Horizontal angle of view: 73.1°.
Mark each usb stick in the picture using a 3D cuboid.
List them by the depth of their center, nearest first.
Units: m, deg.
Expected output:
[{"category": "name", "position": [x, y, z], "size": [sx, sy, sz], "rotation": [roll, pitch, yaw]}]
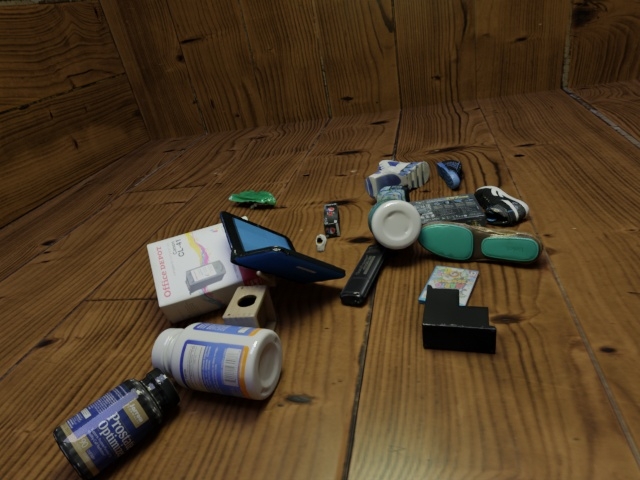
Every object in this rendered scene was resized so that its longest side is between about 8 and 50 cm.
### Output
[{"category": "usb stick", "position": [0.134, 0.094, 1.273], "size": [0.077, 0.045, 0.278], "rotation": [-3, 29, 28]}]

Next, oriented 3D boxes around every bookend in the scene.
[{"category": "bookend", "position": [0.326, 0.180, 1.019], "size": [0.157, 0.072, 0.157], "rotation": [0, 30, 18]}]

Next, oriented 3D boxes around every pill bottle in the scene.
[{"category": "pill bottle", "position": [-0.412, 0.368, 0.893], "size": [0.123, 0.122, 0.219], "rotation": [18, 41, 42]}, {"category": "pill bottle", "position": [-0.238, 0.268, 0.982], "size": [0.272, 0.152, 0.152], "rotation": [1, 31, 22]}, {"category": "pill bottle", "position": [0.226, -0.059, 1.368], "size": [0.147, 0.146, 0.264], "rotation": [-10, 6, 3]}]

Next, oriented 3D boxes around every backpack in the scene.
[{"category": "backpack", "position": [0.267, -0.150, 1.600], "size": [0.115, 0.104, 0.084], "rotation": [2, 30, 33]}]

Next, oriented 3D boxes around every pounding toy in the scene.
[{"category": "pounding toy", "position": [-0.179, 0.160, 1.122], "size": [0.094, 0.180, 0.206], "rotation": [-5, 29, 12]}]

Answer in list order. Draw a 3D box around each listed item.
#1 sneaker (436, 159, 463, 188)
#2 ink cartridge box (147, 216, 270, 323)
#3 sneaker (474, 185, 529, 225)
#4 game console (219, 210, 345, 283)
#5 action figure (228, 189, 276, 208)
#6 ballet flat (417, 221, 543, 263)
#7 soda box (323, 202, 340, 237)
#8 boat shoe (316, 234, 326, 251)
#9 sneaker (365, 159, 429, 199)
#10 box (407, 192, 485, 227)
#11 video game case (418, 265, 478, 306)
[{"category": "sneaker", "position": [0.544, -0.280, 1.758], "size": [0.091, 0.081, 0.232], "rotation": [-16, 27, 7]}, {"category": "ink cartridge box", "position": [-0.329, 0.084, 1.284], "size": [0.307, 0.131, 0.226], "rotation": [-17, 59, -13]}, {"category": "sneaker", "position": [0.575, -0.118, 1.457], "size": [0.121, 0.079, 0.217], "rotation": [-22, 32, -21]}, {"category": "game console", "position": [-0.104, 0.011, 1.210], "size": [0.250, 0.293, 0.173], "rotation": [-12, 67, 38]}, {"category": "action figure", "position": [-0.277, -0.180, 1.890], "size": [0.232, 0.063, 0.137], "rotation": [11, 34, 42]}, {"category": "ballet flat", "position": [0.465, 0.001, 1.273], "size": [0.343, 0.116, 0.124], "rotation": [4, 12, 25]}, {"category": "soda box", "position": [0.042, -0.075, 1.592], "size": [0.054, 0.060, 0.168], "rotation": [-9, 29, 7]}, {"category": "boat shoe", "position": [0.000, 0.000, 1.497], "size": [0.035, 0.035, 0.100], "rotation": [-6, 29, 10]}, {"category": "sneaker", "position": [0.282, -0.252, 1.778], "size": [0.316, 0.127, 0.182], "rotation": [-23, 26, -33]}, {"category": "box", "position": [0.425, -0.088, 1.478], "size": [0.233, 0.059, 0.183], "rotation": [-7, 29, 9]}, {"category": "video game case", "position": [0.349, 0.125, 1.169], "size": [0.119, 0.015, 0.166], "rotation": [7, 34, 30]}]
